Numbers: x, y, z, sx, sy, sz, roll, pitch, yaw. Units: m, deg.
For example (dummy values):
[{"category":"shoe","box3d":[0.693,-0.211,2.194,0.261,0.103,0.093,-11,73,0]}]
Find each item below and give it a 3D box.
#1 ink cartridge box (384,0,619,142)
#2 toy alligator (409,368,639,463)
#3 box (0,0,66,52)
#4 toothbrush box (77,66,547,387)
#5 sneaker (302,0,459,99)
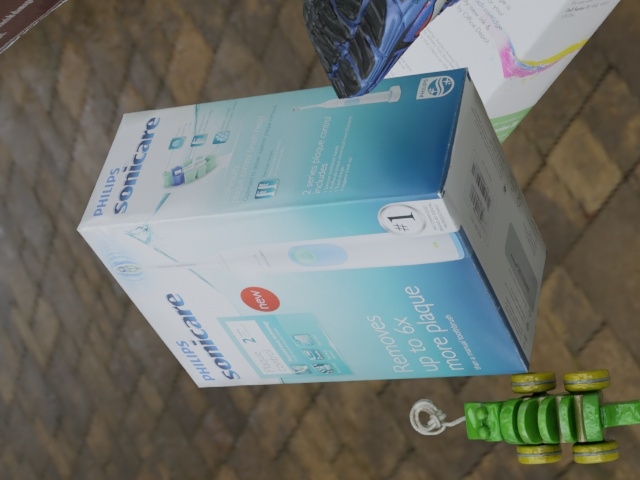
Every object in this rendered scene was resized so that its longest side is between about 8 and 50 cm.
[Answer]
[{"category":"ink cartridge box","box3d":[0.185,-0.273,1.502,0.207,0.119,0.353,55,135,19]},{"category":"toy alligator","box3d":[0.125,0.113,0.939,0.189,0.051,0.056,-7,87,36]},{"category":"box","box3d":[-0.255,-0.207,0.832,0.167,0.203,0.168,-19,75,54]},{"category":"toothbrush box","box3d":[0.000,0.000,1.147,0.295,0.126,0.216,-3,140,25]},{"category":"sneaker","box3d":[0.061,-0.163,0.940,0.221,0.087,0.083,-49,58,52]}]
